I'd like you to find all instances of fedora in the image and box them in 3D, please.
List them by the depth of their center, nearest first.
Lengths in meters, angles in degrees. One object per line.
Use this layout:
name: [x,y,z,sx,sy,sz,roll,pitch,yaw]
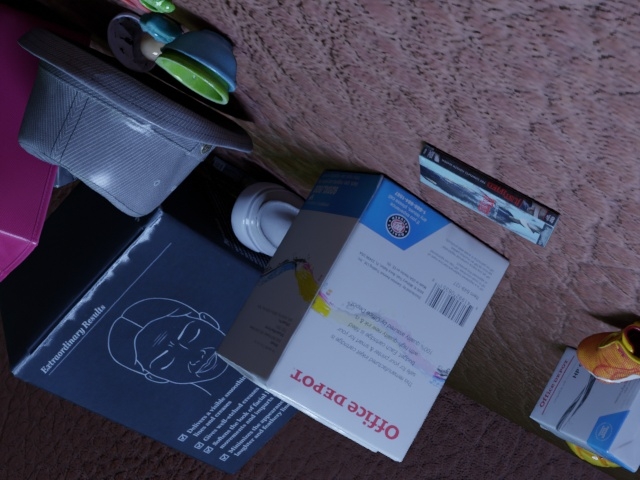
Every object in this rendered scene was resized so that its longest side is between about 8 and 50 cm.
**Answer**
fedora: [-0.199,-0.105,1.170,0.243,0.124,0.275,29,-175,4]

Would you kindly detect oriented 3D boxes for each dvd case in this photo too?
dvd case: [0.134,-0.035,0.958,0.119,0.013,0.087,28,173,9]

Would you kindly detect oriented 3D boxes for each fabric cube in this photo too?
fabric cube: [-0.432,-0.114,1.291,0.258,0.254,0.259,18,157,-23]

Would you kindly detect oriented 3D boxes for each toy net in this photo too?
toy net: [-0.150,-0.172,1.031,0.122,0.045,0.232,33,173,-26]

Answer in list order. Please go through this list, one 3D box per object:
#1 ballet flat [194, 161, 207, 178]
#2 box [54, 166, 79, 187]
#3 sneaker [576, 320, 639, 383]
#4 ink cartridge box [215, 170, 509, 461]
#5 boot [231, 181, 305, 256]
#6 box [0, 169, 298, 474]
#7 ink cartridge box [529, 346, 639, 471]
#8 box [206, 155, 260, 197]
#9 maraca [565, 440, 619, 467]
ballet flat: [-0.200,-0.077,1.825,0.080,0.073,0.232,29,173,12]
box: [-0.454,-0.132,1.628,0.307,0.076,0.242,3,-168,12]
sneaker: [0.299,0.101,1.124,0.067,0.064,0.175,53,162,-14]
ink cartridge box: [0.038,0.072,1.212,0.171,0.233,0.168,33,172,-21]
boot: [0.000,0.000,1.535,0.123,0.095,0.258,19,176,33]
box: [-0.188,0.094,1.614,0.395,0.293,0.212,34,-163,-38]
ink cartridge box: [0.328,0.198,1.444,0.060,0.104,0.180,34,172,-29]
box: [-0.094,-0.066,1.646,0.137,0.027,0.094,30,174,-2]
maraca: [0.389,0.239,1.546,0.127,0.099,0.185,30,148,-15]
